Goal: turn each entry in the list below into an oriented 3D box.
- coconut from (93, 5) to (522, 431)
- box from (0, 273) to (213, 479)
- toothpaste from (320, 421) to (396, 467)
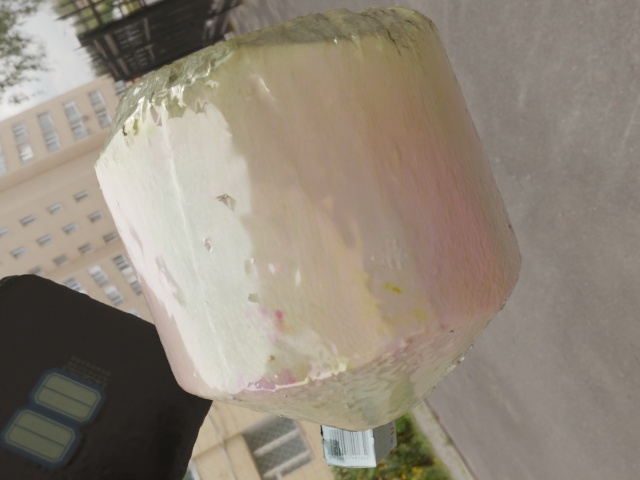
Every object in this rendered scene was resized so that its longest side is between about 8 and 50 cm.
[{"bbox_3d":[0.000,0.000,0.538,0.297,0.297,0.310,-153,44,-77],"label":"coconut"},{"bbox_3d":[-0.341,0.233,0.902,0.091,0.359,0.350,121,171,-46],"label":"box"},{"bbox_3d":[0.029,0.082,0.775,0.081,0.067,0.337,-3,-94,-67],"label":"toothpaste"}]
